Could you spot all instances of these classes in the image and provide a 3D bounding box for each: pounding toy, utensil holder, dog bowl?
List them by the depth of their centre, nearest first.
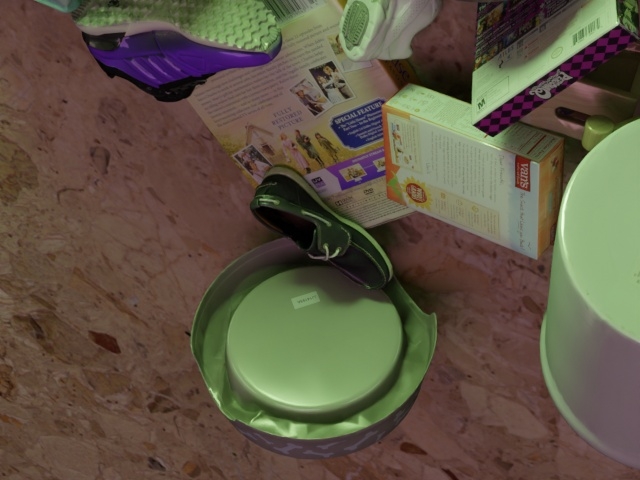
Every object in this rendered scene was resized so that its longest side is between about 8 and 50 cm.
[{"bbox_3d":[0.428,0.065,1.803,0.327,0.328,0.385,14,157,13],"label":"utensil holder"},{"bbox_3d":[0.337,-0.155,1.822,0.181,0.206,0.094,19,134,9],"label":"pounding toy"},{"bbox_3d":[-0.007,0.156,2.170,0.348,0.349,0.102,13,144,14],"label":"dog bowl"}]

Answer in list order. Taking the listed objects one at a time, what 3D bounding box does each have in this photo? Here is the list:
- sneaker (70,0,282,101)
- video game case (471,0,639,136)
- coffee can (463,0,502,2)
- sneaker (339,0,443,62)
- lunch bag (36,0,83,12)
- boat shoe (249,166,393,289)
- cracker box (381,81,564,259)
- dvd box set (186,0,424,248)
[{"bbox_3d":[-0.173,-0.244,1.976,0.293,0.102,0.146,11,137,25],"label":"sneaker"},{"bbox_3d":[0.269,-0.257,1.764,0.042,0.210,0.232,29,137,-27],"label":"video game case"},{"bbox_3d":[0.184,-0.428,1.659,0.201,0.201,0.275,4,130,22],"label":"coffee can"},{"bbox_3d":[0.109,-0.325,1.877,0.115,0.090,0.232,2,126,-35],"label":"sneaker"},{"bbox_3d":[-0.399,-0.443,1.950,0.262,0.160,0.223,23,138,21],"label":"lunch bag"},{"bbox_3d":[0.000,0.000,2.120,0.233,0.079,0.084,40,132,-14],"label":"boat shoe"},{"bbox_3d":[0.191,-0.089,1.914,0.232,0.067,0.156,25,139,30],"label":"cracker box"},{"bbox_3d":[-0.020,-0.192,2.055,0.307,0.062,0.420,-20,118,36],"label":"dvd box set"}]
